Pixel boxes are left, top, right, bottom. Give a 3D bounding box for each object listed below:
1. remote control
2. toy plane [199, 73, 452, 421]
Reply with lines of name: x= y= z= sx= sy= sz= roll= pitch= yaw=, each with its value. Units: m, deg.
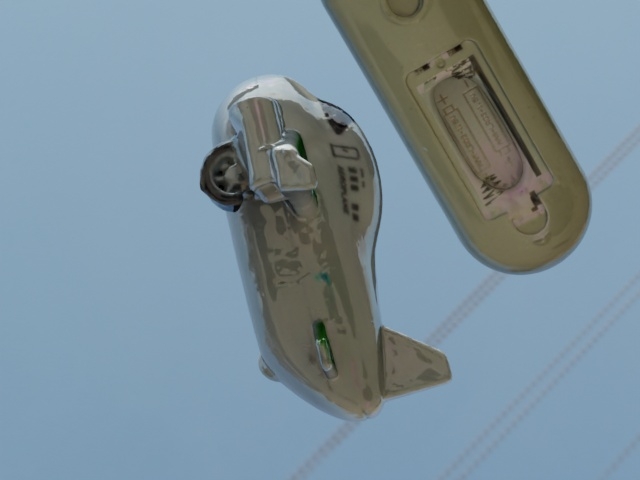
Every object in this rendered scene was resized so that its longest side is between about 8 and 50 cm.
remote control: x=0.072 y=-0.081 z=0.931 sx=0.078 sy=0.042 sz=0.221 roll=-30 pitch=-83 yaw=5
toy plane: x=-0.003 y=0.001 z=0.784 sx=0.080 sy=0.174 sz=0.174 roll=-19 pitch=-85 yaw=2
